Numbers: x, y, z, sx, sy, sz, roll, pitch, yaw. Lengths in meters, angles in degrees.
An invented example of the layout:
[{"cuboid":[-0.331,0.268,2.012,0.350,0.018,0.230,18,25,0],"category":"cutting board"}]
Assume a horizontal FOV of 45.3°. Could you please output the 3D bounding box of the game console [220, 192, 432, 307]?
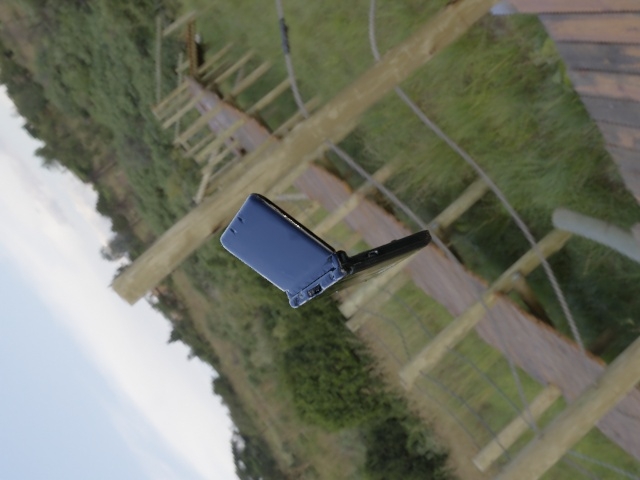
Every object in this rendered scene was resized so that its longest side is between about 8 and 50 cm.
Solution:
[{"cuboid":[0.000,0.000,0.539,0.071,0.107,0.122,68,159,7],"category":"game console"}]
